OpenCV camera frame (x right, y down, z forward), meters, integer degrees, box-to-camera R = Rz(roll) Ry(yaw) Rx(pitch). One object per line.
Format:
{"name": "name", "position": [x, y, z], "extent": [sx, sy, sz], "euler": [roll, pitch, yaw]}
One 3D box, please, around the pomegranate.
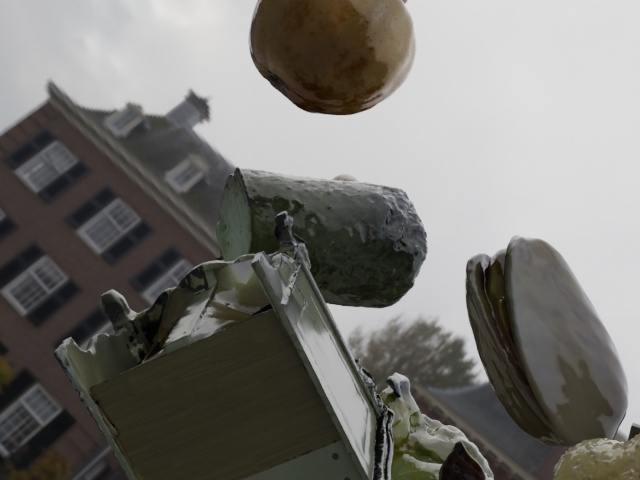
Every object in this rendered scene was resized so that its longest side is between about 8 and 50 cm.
{"name": "pomegranate", "position": [0.015, -0.252, 1.158], "extent": [0.207, 0.207, 0.207], "euler": [38, -24, 21]}

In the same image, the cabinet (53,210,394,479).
{"name": "cabinet", "position": [-0.106, 0.179, 1.164], "extent": [0.317, 0.290, 0.227], "euler": [63, 12, -11]}

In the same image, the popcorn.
{"name": "popcorn", "position": [0.154, 0.413, 1.507], "extent": [0.293, 0.237, 0.293], "euler": [38, 17, -14]}

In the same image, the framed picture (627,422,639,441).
{"name": "framed picture", "position": [0.565, 0.441, 1.519], "extent": [0.192, 0.018, 0.265], "euler": [17, -70, 25]}

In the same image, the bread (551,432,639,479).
{"name": "bread", "position": [0.265, 0.290, 0.808], "extent": [0.054, 0.316, 0.316], "euler": [38, -17, -25]}

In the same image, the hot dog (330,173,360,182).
{"name": "hot dog", "position": [0.033, -0.082, 1.727], "extent": [0.060, 0.089, 0.140], "euler": [31, 12, -16]}

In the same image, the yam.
{"name": "yam", "position": [0.000, 0.000, 1.442], "extent": [0.300, 0.195, 0.195], "euler": [6, -18, -14]}

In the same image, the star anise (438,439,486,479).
{"name": "star anise", "position": [0.215, 0.373, 1.267], "extent": [0.212, 0.111, 0.196], "euler": [20, 42, -51]}

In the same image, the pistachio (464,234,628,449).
{"name": "pistachio", "position": [0.276, 0.138, 1.201], "extent": [0.166, 0.197, 0.288], "euler": [-35, -97, 34]}
